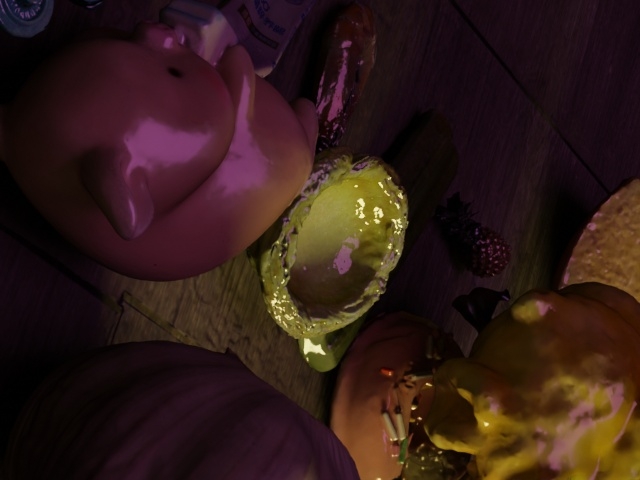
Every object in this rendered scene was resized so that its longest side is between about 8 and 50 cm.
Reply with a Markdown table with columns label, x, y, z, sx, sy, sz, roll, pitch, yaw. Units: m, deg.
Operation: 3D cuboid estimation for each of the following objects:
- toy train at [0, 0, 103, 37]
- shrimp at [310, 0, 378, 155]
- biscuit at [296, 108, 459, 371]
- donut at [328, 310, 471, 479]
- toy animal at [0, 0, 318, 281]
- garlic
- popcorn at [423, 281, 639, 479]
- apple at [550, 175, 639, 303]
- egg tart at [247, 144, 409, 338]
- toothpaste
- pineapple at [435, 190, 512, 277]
| label | x | y | z | sx | sy | sz | roll | pitch | yaw |
| --- | --- | --- | --- | --- | --- | --- | --- | --- | --- |
| toy train | -0.235 | -0.227 | 1.352 | 0.198 | 0.107 | 0.154 | -38 | 117 | -47 |
| shrimp | 0.021 | -0.144 | 1.798 | 0.101 | 0.042 | 0.190 | 50 | 53 | -56 |
| biscuit | 0.062 | -0.004 | 1.880 | 0.322 | 0.038 | 0.099 | -56 | 140 | -36 |
| donut | 0.092 | 0.173 | 1.905 | 0.233 | 0.085 | 0.199 | 9 | 86 | -58 |
| toy animal | -0.125 | -0.078 | 1.442 | 0.213 | 0.195 | 0.256 | -61 | 148 | -10 |
| garlic | -0.111 | 0.214 | 1.423 | 0.259 | 0.317 | 0.317 | -43 | 131 | -21 |
| popcorn | 0.250 | 0.189 | 1.848 | 0.316 | 0.281 | 0.297 | 39 | 78 | -39 |
| apple | 0.392 | 0.118 | 2.203 | 0.314 | 0.252 | 0.309 | 44 | 70 | -47 |
| egg tart | 0.000 | 0.000 | 1.729 | 0.197 | 0.078 | 0.197 | -20 | 119 | -41 |
| toothpaste | -0.038 | -0.217 | 1.697 | 0.301 | 0.048 | 0.075 | -56 | 132 | -39 |
| pineapple | 0.159 | -0.010 | 2.015 | 0.124 | 0.058 | 0.058 | 48 | 55 | -39 |
